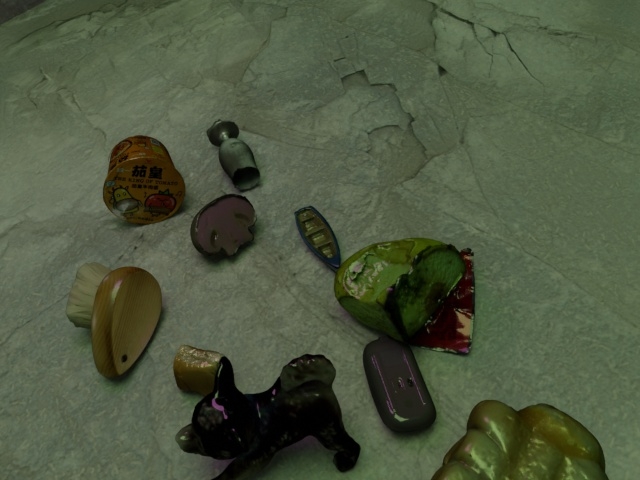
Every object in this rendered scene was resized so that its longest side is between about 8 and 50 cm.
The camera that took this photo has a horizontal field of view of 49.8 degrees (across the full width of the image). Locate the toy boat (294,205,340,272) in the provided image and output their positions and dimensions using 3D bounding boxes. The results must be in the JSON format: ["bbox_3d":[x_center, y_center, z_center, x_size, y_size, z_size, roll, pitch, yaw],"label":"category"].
[{"bbox_3d":[0.000,0.000,1.765,0.080,0.046,0.229,-23,52,-12],"label":"toy boat"}]

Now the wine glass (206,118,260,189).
[{"bbox_3d":[-0.245,-0.247,1.967,0.103,0.103,0.222,-23,51,-10],"label":"wine glass"}]

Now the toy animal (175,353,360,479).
[{"bbox_3d":[-0.114,0.336,1.339,0.344,0.302,0.194,-14,47,-4],"label":"toy animal"}]

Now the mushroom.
[{"bbox_3d":[-0.261,-0.038,1.793,0.188,0.141,0.117,-40,22,-25],"label":"mushroom"}]

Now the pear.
[{"bbox_3d":[0.161,0.077,1.564,0.238,0.164,0.255,-48,34,-18],"label":"pear"}]

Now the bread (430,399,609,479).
[{"bbox_3d":[0.353,0.457,1.233,0.300,0.210,0.341,28,58,14],"label":"bread"}]

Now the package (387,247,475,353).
[{"bbox_3d":[0.273,0.127,1.609,0.194,0.071,0.269,2,53,28],"label":"package"}]

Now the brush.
[{"bbox_3d":[-0.498,0.186,1.620,0.166,0.174,0.266,0,67,27],"label":"brush"}]

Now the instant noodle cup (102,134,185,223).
[{"bbox_3d":[-0.488,-0.177,1.890,0.216,0.215,0.172,-17,41,-6],"label":"instant noodle cup"}]

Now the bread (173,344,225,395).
[{"bbox_3d":[-0.266,0.291,1.524,0.125,0.106,0.082,9,52,18],"label":"bread"}]

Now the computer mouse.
[{"bbox_3d":[0.166,0.309,1.475,0.120,0.057,0.232,-9,46,-12],"label":"computer mouse"}]
